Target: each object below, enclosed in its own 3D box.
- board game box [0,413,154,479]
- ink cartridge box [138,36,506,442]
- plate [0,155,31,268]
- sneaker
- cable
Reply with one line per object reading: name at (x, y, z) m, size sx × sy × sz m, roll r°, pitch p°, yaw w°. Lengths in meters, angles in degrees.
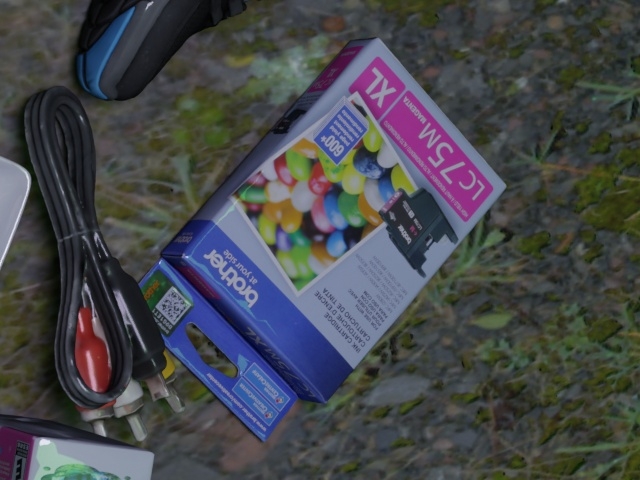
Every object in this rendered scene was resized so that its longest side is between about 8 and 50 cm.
board game box at (-0.229, 0.288, 1.419) m, size 0.097 × 0.224 × 0.303 m, roll 9°, pitch 86°, yaw -27°
ink cartridge box at (0.000, 0.000, 1.620) m, size 0.186 × 0.065 × 0.311 m, roll 47°, pitch 73°, yaw -19°
plate at (-0.389, 0.028, 1.436) m, size 0.278 × 0.045 × 0.277 m, roll 22°, pitch 82°, yaw -25°
sneaker at (-0.062, -0.233, 1.549) m, size 0.139 × 0.125 × 0.341 m, roll 43°, pitch 75°, yaw -25°
cable at (-0.195, 0.026, 1.500) m, size 0.139 × 0.072 × 0.287 m, roll -22°, pitch 88°, yaw -56°
